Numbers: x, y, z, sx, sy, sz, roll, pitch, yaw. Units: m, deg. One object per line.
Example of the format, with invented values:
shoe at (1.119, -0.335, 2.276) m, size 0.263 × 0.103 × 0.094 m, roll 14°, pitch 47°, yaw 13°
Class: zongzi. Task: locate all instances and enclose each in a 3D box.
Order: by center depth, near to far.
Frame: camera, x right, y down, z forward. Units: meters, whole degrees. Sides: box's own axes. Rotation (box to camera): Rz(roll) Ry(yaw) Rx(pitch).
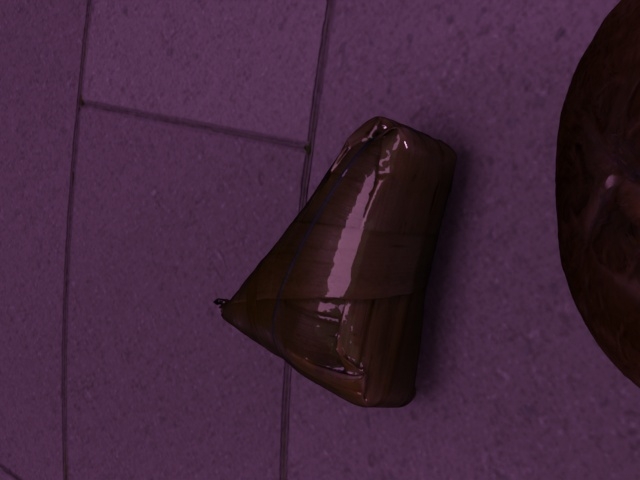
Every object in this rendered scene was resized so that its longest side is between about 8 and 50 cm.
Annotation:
zongzi at (0.000, 0.000, 0.883) m, size 0.256 × 0.115 × 0.228 m, roll 22°, pitch 102°, yaw 54°

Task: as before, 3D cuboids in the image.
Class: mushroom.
mushroom at (0.235, -0.031, 0.604) m, size 0.278 × 0.146 × 0.278 m, roll -179°, pitch 90°, yaw -67°
